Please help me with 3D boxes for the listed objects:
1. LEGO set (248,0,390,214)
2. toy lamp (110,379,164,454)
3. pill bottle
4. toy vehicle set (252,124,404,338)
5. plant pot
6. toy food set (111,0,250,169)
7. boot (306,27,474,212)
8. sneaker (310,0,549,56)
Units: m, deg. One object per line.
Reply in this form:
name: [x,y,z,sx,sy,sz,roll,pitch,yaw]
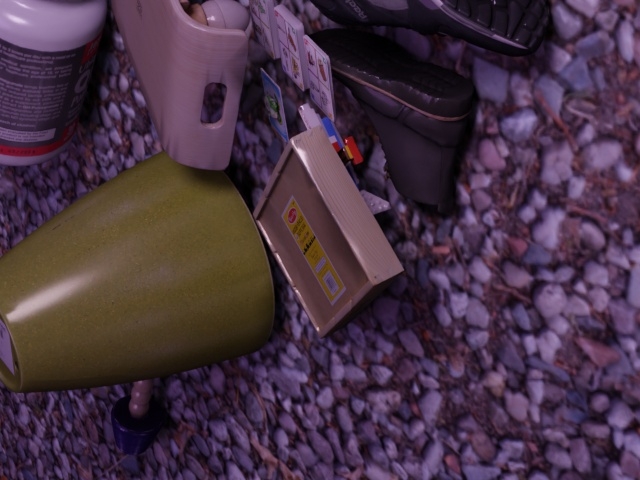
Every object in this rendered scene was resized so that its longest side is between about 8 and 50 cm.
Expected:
LEGO set: [-0.004,-0.134,1.303,0.182,0.060,0.244,51,157,44]
toy lamp: [-0.242,0.191,1.753,0.080,0.080,0.275,42,136,29]
pill bottle: [-0.369,-0.260,1.604,0.176,0.176,0.318,50,139,22]
toy vehicle set: [0.000,0.000,1.332,0.166,0.035,0.267,61,163,8]
plant pot: [-0.252,0.059,1.498,0.275,0.293,0.275,37,138,42]
toy food set: [-0.152,-0.257,1.370,0.220,0.092,0.306,106,147,-55]
boot: [0.058,-0.120,1.257,0.198,0.077,0.137,35,136,36]
sneaker: [0.063,-0.235,1.119,0.283,0.107,0.124,29,149,-3]
